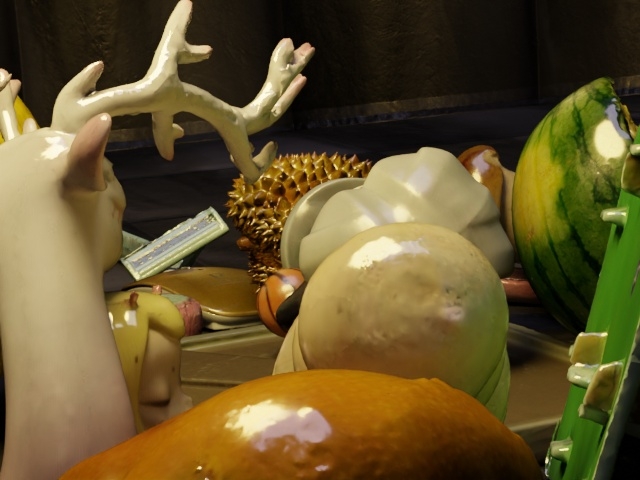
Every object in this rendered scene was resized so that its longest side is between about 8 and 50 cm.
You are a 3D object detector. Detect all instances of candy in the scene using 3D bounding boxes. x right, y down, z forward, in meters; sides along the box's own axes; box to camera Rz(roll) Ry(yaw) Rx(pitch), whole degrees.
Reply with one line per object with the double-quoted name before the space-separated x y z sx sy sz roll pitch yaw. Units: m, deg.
"candy" -0.153 0.072 1.624 0.103 0.043 0.103 -4 6 0

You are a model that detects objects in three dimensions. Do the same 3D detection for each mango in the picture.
"mango" 0.011 0.131 0.834 0.166 0.136 0.236 -34 -25 26

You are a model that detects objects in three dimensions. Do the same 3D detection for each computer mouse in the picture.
"computer mouse" -0.110 0.049 1.749 0.102 0.045 0.199 -7 9 -31

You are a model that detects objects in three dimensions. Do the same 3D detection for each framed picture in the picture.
"framed picture" 0.030 0.106 1.359 0.326 0.028 0.446 -8 9 -19

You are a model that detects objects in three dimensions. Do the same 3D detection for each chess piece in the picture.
"chess piece" 0.040 0.064 0.997 0.143 0.142 0.261 -5 -12 -1

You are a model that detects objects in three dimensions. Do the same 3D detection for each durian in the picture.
"durian" 0.000 0.000 1.644 0.168 0.158 0.137 -5 23 -15

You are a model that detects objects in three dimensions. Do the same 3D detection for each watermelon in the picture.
"watermelon" 0.210 0.004 1.369 0.127 0.232 0.204 -23 9 6

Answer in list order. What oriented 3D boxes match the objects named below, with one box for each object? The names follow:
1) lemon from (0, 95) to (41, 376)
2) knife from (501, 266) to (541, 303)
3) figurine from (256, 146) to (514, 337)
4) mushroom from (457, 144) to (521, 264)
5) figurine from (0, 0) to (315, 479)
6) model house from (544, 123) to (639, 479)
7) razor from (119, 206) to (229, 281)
"lemon" -0.350 -0.007 1.348 0.348 0.348 0.348 -5 9 1
"knife" 0.147 0.022 1.712 0.278 0.053 0.123 13 22 29
"figurine" 0.041 0.013 1.416 0.176 0.133 0.236 -40 10 -13
"mushroom" 0.270 -0.018 1.526 0.350 0.128 0.128 2 9 3
"figurine" -0.137 0.022 1.060 0.206 0.315 0.284 3 9 17
"model house" 0.285 0.078 0.981 0.313 0.242 0.358 18 1 4
"razor" -0.183 0.014 2.016 0.111 0.056 0.278 -32 10 -16
